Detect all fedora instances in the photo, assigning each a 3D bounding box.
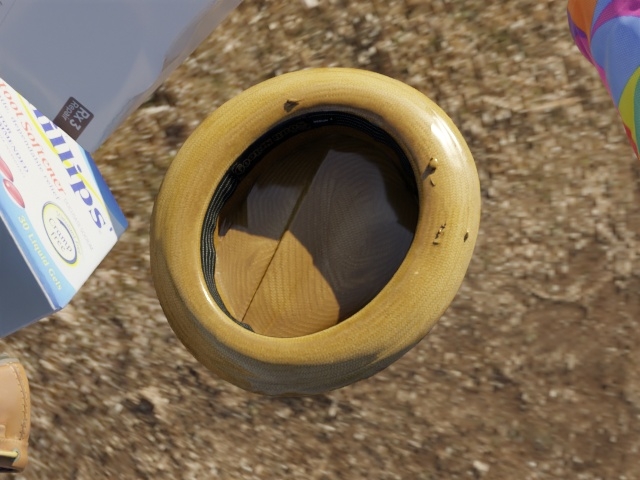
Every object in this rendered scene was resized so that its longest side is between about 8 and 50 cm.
[{"bbox_3d":[0.000,0.000,0.793,0.194,0.079,0.194,-4,70,10],"label":"fedora"}]

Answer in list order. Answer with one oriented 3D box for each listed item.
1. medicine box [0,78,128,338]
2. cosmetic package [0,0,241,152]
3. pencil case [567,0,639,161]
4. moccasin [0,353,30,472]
[{"bbox_3d":[-0.365,-0.057,1.543,0.149,0.289,0.264,-24,105,15],"label":"medicine box"},{"bbox_3d":[-0.079,-0.262,1.005,0.156,0.217,0.385,43,46,-6],"label":"cosmetic package"},{"bbox_3d":[0.175,-0.033,0.564,0.104,0.104,0.236,5,47,-20],"label":"pencil case"},{"bbox_3d":[-0.432,0.190,1.249,0.380,0.139,0.147,-1,79,-49],"label":"moccasin"}]
